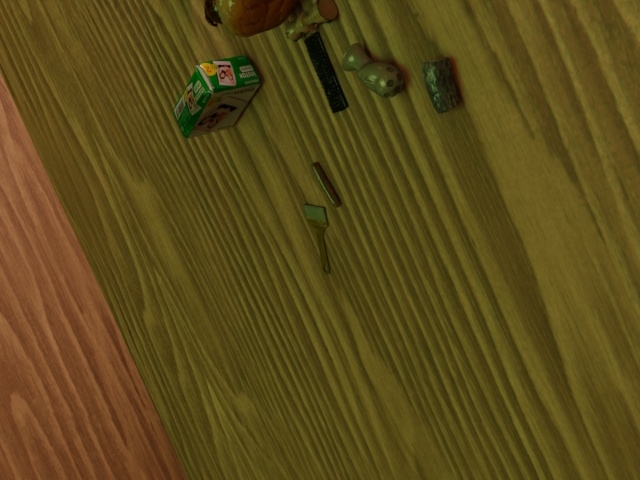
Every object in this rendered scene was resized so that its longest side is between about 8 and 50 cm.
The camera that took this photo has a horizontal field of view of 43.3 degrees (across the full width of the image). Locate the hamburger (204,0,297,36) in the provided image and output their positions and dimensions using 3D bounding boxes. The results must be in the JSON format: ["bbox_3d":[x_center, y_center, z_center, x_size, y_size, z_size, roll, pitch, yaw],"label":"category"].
[{"bbox_3d":[-0.157,-0.588,1.877,0.163,0.244,0.245,36,135,28],"label":"hamburger"}]

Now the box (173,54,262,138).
[{"bbox_3d":[-0.286,-0.389,2.187,0.103,0.180,0.250,62,145,10],"label":"box"}]

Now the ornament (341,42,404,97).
[{"bbox_3d":[0.117,-0.372,1.790,0.156,0.081,0.075,44,142,32],"label":"ornament"}]

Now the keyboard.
[{"bbox_3d":[0.011,-0.404,1.951,0.060,0.018,0.196,-17,96,56],"label":"keyboard"}]

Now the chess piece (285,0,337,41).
[{"bbox_3d":[-0.030,-0.516,1.905,0.172,0.060,0.060,-16,98,55],"label":"chess piece"}]

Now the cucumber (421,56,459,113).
[{"bbox_3d":[0.249,-0.321,1.670,0.064,0.064,0.112,-3,109,51],"label":"cucumber"}]

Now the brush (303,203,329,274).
[{"bbox_3d":[0.000,0.000,2.205,0.083,0.011,0.205,12,120,46],"label":"brush"}]

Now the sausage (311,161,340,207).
[{"bbox_3d":[0.012,-0.143,2.094,0.024,0.024,0.132,-36,80,53],"label":"sausage"}]
